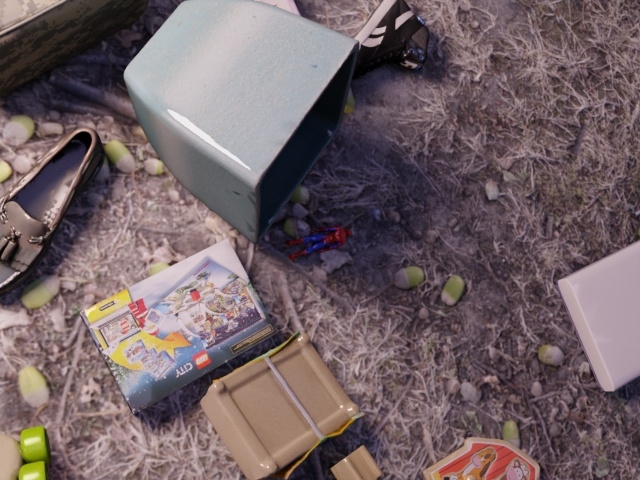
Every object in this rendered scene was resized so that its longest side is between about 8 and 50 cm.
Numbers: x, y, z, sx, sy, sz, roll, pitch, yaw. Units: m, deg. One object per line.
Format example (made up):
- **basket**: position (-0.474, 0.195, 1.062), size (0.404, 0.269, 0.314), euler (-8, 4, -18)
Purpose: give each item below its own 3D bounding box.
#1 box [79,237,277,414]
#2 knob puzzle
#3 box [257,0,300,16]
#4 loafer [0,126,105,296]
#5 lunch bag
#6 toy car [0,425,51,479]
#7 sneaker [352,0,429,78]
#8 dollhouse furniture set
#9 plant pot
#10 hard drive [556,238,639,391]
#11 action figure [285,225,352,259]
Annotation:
- **box**: position (-0.200, 0.119, 1.041), size (0.233, 0.044, 0.159), euler (-28, 91, -21)
- **knob puzzle**: position (0.281, 0.408, 1.168), size (0.213, 0.030, 0.213), euler (3, 80, -19)
- **box**: position (-0.100, -0.412, 1.153), size (0.067, 0.063, 0.324), euler (-23, 89, -20)
- **loafer**: position (-0.388, -0.048, 0.981), size (0.096, 0.084, 0.268), euler (33, 72, -12)
- **lunch bag**: position (-0.404, -0.378, 0.962), size (0.305, 0.212, 0.256), euler (-39, 95, -21)
- **toy car**: position (-0.408, 0.354, 0.909), size (0.155, 0.149, 0.188), euler (-11, 113, -17)
- **sneaker**: position (0.109, -0.305, 1.198), size (0.121, 0.079, 0.217), euler (38, 70, -8)
- **dollhouse furniture set**: position (-0.039, 0.318, 1.055), size (0.197, 0.151, 0.301), euler (-23, 71, -41)
- **plant pot**: position (-0.126, -0.190, 1.023), size (0.252, 0.247, 0.248), euler (32, 72, 6)
- **hard drive**: position (0.597, 0.110, 1.320), size (0.318, 0.040, 0.210), euler (-22, 89, -21)
- **action figure**: position (0.000, 0.000, 1.139), size (0.115, 0.030, 0.038), euler (-15, 92, -26)
